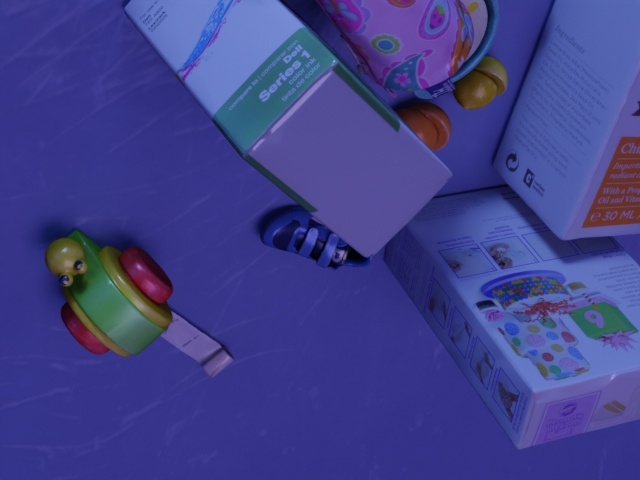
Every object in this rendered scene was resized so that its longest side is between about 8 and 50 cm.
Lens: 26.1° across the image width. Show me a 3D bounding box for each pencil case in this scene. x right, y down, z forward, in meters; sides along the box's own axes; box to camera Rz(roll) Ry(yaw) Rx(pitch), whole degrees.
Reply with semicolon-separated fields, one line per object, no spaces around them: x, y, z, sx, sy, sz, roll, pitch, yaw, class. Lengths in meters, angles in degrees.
0.033;-0.247;1.260;0.124;0.124;0.284;-41;135;6;pencil case

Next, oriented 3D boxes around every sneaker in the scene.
0.000;0.000;1.569;0.144;0.059;0.053;5;126;-33;sneaker

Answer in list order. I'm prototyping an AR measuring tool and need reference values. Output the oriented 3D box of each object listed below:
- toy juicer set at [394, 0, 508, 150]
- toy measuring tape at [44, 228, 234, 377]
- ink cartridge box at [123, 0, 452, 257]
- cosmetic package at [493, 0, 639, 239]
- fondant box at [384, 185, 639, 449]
0.150;-0.211;1.456;0.209;0.089;0.329;19;114;-40;toy juicer set
-0.183;0.096;1.503;0.121;0.121;0.330;-40;136;5;toy measuring tape
-0.034;-0.139;1.273;0.117;0.278;0.201;-45;136;6;ink cartridge box
0.389;-0.229;1.534;0.230;0.161;0.453;-4;128;-29;cosmetic package
0.252;0.072;1.587;0.238;0.330;0.096;-10;131;-23;fondant box
